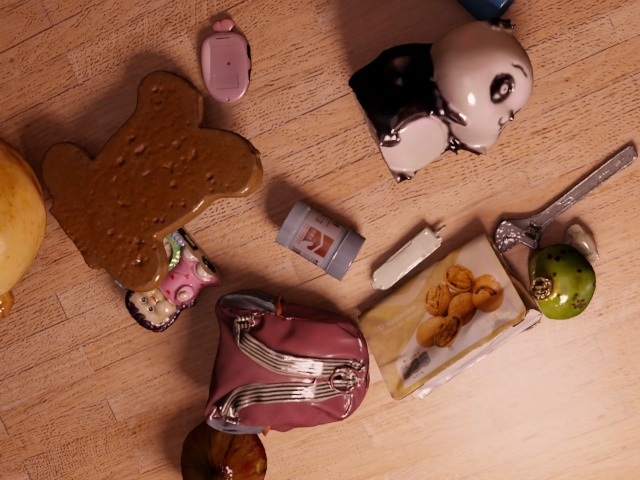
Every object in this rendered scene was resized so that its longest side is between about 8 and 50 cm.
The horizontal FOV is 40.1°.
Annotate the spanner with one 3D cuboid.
[{"bbox_3d":[0.469,-0.075,1.686,0.325,0.026,0.093,-38,91,10],"label":"spanner"}]

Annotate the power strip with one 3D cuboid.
[{"bbox_3d":[0.175,0.031,1.742,0.191,0.030,0.047,-41,90,12],"label":"power strip"}]

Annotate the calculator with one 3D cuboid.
[{"bbox_3d":[-0.188,-0.356,1.738,0.103,0.024,0.165,-3,99,9],"label":"calculator"}]

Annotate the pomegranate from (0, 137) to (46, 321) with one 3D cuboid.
[{"bbox_3d":[-0.708,-0.018,1.706,0.410,0.410,0.410,1,99,8],"label":"pomegranate"}]

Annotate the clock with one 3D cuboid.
[{"bbox_3d":[-0.328,0.070,1.792,0.195,0.100,0.194,-41,87,10],"label":"clock"}]

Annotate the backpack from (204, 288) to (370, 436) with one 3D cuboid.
[{"bbox_3d":[-0.060,0.252,1.727,0.317,0.197,0.283,8,97,5],"label":"backpack"}]

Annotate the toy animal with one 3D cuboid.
[{"bbox_3d":[0.227,-0.269,1.587,0.310,0.251,0.250,-24,95,4],"label":"toy animal"}]

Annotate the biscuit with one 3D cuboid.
[{"bbox_3d":[-0.345,-0.125,1.735,0.394,0.076,0.368,-45,74,3],"label":"biscuit"}]

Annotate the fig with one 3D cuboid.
[{"bbox_3d":[-0.187,0.476,1.752,0.191,0.290,0.190,-5,109,-14],"label":"fig"}]

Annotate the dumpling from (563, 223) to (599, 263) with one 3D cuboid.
[{"bbox_3d":[0.498,0.009,1.687,0.059,0.043,0.077,-35,109,28],"label":"dumpling"}]

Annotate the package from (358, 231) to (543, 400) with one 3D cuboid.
[{"bbox_3d":[0.261,0.167,1.708,0.311,0.165,0.221,-36,50,16],"label":"package"}]

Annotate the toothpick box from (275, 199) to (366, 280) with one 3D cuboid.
[{"bbox_3d":[0.000,0.000,1.727,0.153,0.101,0.101,30,102,3],"label":"toothpick box"}]

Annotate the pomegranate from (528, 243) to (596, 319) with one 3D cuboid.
[{"bbox_3d":[0.452,0.077,1.639,0.122,0.169,0.143,-2,88,13],"label":"pomegranate"}]

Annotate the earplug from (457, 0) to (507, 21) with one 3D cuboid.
[{"bbox_3d":[0.244,-0.524,1.600,0.273,0.132,0.132,41,102,4],"label":"earplug"}]
